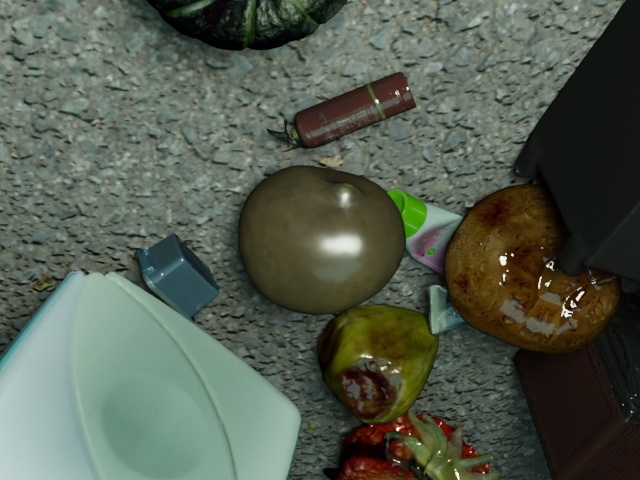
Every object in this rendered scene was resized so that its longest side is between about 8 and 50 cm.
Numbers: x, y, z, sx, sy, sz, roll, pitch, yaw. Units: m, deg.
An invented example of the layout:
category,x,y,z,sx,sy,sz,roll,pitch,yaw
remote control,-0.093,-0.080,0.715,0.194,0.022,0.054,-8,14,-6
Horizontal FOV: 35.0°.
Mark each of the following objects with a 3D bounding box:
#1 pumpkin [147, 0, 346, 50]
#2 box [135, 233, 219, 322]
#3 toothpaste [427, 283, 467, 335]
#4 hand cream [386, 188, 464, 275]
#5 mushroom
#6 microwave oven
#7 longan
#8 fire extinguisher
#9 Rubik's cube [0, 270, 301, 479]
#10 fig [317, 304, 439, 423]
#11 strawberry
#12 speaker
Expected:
category,x,y,z,sx,sy,sz,roll,pitch,yaw
pumpkin,-0.061,-0.271,0.878,0.220,0.162,0.220,-6,128,-8
box,-0.167,0.042,1.211,0.054,0.074,0.099,-37,130,4
toothpaste,0.267,0.064,1.316,0.268,0.047,0.069,-11,150,-9
hand cream,0.177,0.013,1.276,0.079,0.050,0.275,-18,145,41
mushroom,0.264,0.036,1.207,0.231,0.138,0.194,9,103,-19
microwave oven,0.400,0.202,1.356,0.178,0.247,0.188,18,126,-22
longan,0.000,0.000,1.139,0.189,0.189,0.189,-6,133,-6
fire extinguisher,0.025,-0.132,1.106,0.157,0.045,0.078,-22,155,7
Rubik's cube,-0.266,0.293,1.163,0.347,0.351,0.352,36,130,-10
fig,0.078,0.151,1.330,0.165,0.154,0.144,-28,123,-28
strawberry,0.124,0.344,1.533,0.233,0.138,0.306,27,150,-9
speaker,0.371,-0.090,1.084,0.184,0.232,0.254,15,127,-22
